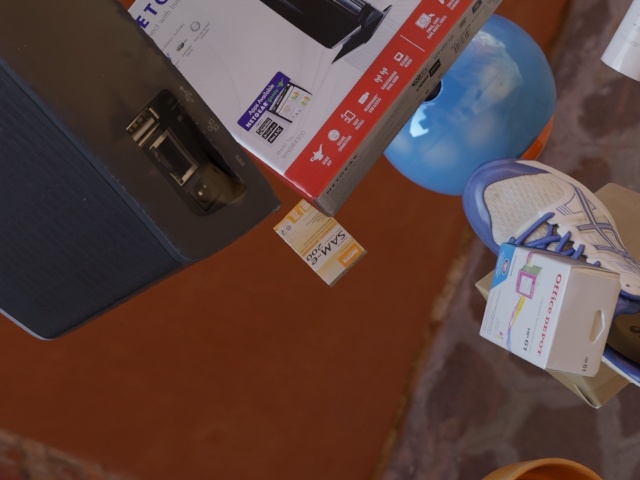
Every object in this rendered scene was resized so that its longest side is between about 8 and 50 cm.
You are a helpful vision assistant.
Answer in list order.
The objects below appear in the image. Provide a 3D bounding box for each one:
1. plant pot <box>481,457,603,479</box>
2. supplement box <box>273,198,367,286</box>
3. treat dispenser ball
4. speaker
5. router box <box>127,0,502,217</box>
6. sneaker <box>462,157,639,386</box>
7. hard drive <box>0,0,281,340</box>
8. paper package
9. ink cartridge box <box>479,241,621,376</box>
[{"bbox_3d":[0.193,0.339,1.206,0.188,0.205,0.205,-26,43,56],"label":"plant pot"},{"bbox_3d":[0.000,0.000,1.386,0.062,0.098,0.036,-45,-10,0],"label":"supplement box"},{"bbox_3d":[0.219,-0.212,1.777,0.288,0.288,0.288,-46,28,35],"label":"treat dispenser ball"},{"bbox_3d":[0.335,-0.227,1.147,0.136,0.055,0.055,-64,21,20],"label":"speaker"},{"bbox_3d":[-0.008,-0.244,1.211,0.335,0.301,0.082,-53,-18,-2],"label":"router box"},{"bbox_3d":[0.260,0.032,1.107,0.112,0.296,0.131,-49,1,13],"label":"sneaker"},{"bbox_3d":[-0.153,-0.068,0.460,0.172,0.254,0.054,-26,22,47],"label":"hard drive"},{"bbox_3d":[0.484,0.080,1.963,0.325,0.168,0.309,-38,24,-5],"label":"paper package"},{"bbox_3d":[0.191,0.056,0.969,0.122,0.052,0.088,-155,77,-69],"label":"ink cartridge box"}]
